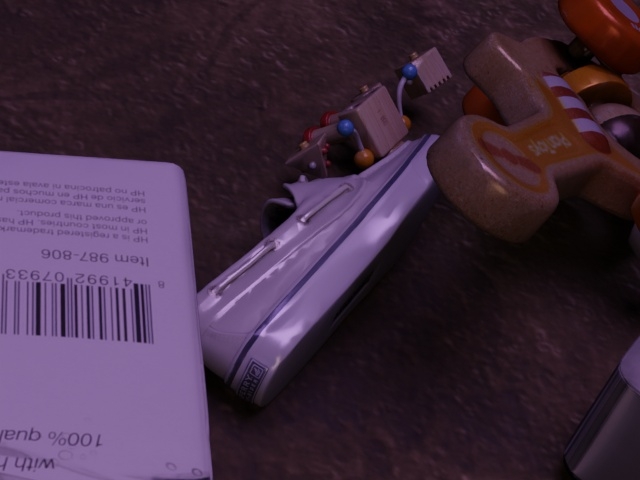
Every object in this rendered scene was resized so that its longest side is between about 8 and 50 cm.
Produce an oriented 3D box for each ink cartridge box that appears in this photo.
[{"bbox_3d":[-0.205,0.141,0.739,0.285,0.166,0.395,4,44,-14],"label":"ink cartridge box"}]

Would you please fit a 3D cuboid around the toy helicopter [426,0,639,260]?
[{"bbox_3d":[0.176,-0.047,1.019,0.235,0.140,0.355,50,28,10],"label":"toy helicopter"}]

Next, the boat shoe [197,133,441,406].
[{"bbox_3d":[0.000,0.000,1.005,0.088,0.096,0.267,34,54,10],"label":"boat shoe"}]

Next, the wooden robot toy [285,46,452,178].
[{"bbox_3d":[0.044,-0.072,1.123,0.173,0.076,0.079,-43,104,-43],"label":"wooden robot toy"}]

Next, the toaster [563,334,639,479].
[{"bbox_3d":[0.261,0.118,0.953,0.186,0.110,0.168,38,46,20],"label":"toaster"}]
